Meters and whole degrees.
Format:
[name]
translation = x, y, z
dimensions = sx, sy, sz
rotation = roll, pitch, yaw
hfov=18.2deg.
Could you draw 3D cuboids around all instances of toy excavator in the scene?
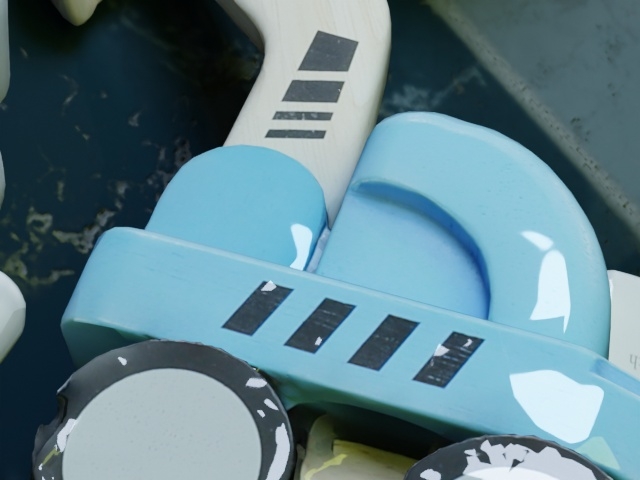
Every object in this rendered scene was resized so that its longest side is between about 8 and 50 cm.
[toy excavator]
translation = 0.000, 0.000, 0.947
dimensions = 0.433, 0.222, 0.445
rotation = 15, 61, 15

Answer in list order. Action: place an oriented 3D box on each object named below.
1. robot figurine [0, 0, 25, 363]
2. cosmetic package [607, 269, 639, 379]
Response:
[robot figurine]
translation = -0.280, -0.001, 0.877
dimensions = 0.300, 0.200, 0.353
rotation = 30, 64, 11
[cosmetic package]
translation = 0.178, 0.270, 1.036
dimensions = 0.230, 0.161, 0.453
rotation = 17, 70, -19
